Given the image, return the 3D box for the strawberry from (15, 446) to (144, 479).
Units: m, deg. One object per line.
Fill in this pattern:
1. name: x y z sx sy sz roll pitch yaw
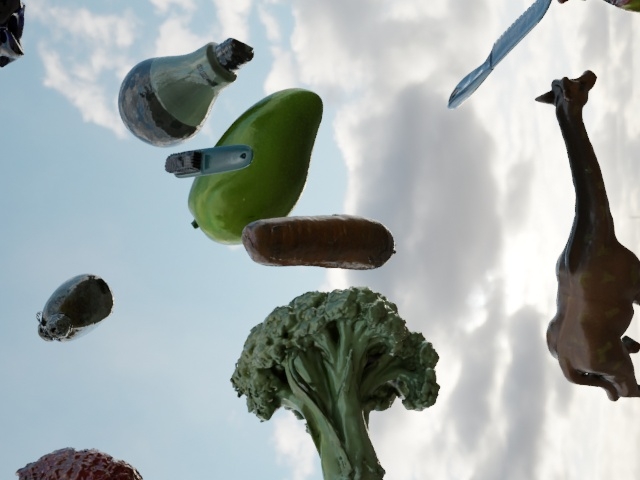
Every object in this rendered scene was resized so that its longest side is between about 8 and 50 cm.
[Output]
1. strawberry: -0.336 0.356 1.145 0.140 0.192 0.085 62 -142 -47

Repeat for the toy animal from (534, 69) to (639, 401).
1. toy animal: 0.227 0.004 0.625 0.230 0.066 0.224 27 -99 -34

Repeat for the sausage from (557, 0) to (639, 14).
1. sausage: 0.366 -0.277 0.687 0.117 0.318 0.125 34 -132 -58

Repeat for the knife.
1. knife: 0.234 -0.248 1.036 0.313 0.019 0.044 136 143 -71

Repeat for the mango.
1. mango: -0.107 -0.142 1.456 0.343 0.192 0.156 -57 -10 -5

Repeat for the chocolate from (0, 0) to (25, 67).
1. chocolate: -0.467 -0.347 1.035 0.343 0.126 0.148 114 -178 -59

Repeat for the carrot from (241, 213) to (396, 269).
1. carrot: 0.000 0.000 0.800 0.186 0.060 0.060 4 -94 -38

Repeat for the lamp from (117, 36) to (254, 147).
1. lamp: -0.279 -0.312 1.527 0.182 0.314 0.181 23 -133 -26

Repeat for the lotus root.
1. lotus root: -0.349 0.099 1.098 0.165 0.088 0.088 -55 -41 -69

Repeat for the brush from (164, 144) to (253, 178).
1. brush: -0.173 -0.121 1.169 0.032 0.193 0.043 7 -96 -45

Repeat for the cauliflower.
1. cauliflower: 0.035 0.199 1.061 0.260 0.281 0.327 -27 -20 -21
